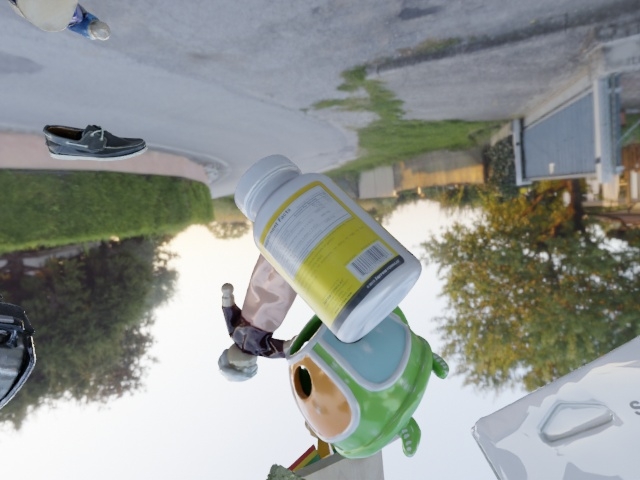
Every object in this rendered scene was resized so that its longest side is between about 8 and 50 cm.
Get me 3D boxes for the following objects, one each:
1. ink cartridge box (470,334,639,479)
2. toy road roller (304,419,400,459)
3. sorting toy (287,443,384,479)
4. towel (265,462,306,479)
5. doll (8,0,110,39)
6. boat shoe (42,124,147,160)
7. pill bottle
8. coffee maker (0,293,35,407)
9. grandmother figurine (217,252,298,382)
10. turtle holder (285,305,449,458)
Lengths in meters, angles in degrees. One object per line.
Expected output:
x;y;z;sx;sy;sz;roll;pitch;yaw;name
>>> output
0.313;0.146;0.351;0.289;0.122;0.211;-5;142;-29;ink cartridge box
0.104;0.564;1.207;0.202;0.329;0.241;-47;-161;28;toy road roller
0.024;0.600;1.003;0.255;0.257;0.089;-16;-153;-16;sorting toy
-0.019;0.335;0.457;0.027;0.148;0.110;-34;-162;41;towel
-0.226;-0.196;0.309;0.129;0.046;0.189;30;-175;-37;doll
-0.558;-0.246;1.014;0.233;0.079;0.084;0;-145;-10;boat shoe
0.000;0.000;0.398;0.184;0.103;0.103;45;-148;21;pill bottle
-0.438;0.105;0.439;0.171;0.120;0.178;16;165;34;coffee maker
-0.123;0.166;0.848;0.208;0.342;0.104;37;-157;23;grandmother figurine
0.084;0.210;0.746;0.320;0.227;0.243;-49;-176;-19;turtle holder
